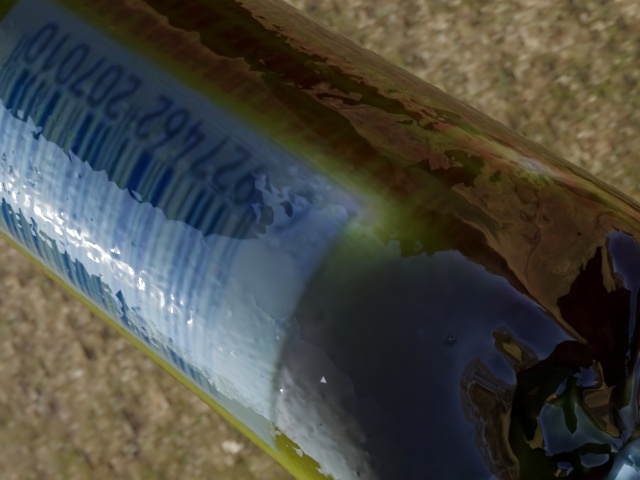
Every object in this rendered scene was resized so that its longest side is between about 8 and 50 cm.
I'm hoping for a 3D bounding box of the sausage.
[{"bbox_3d":[0.002,-0.001,0.517,0.317,0.125,0.117,34,146,39],"label":"sausage"}]
